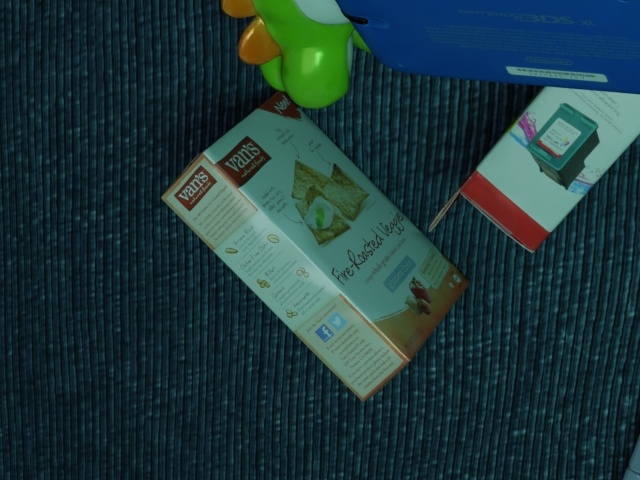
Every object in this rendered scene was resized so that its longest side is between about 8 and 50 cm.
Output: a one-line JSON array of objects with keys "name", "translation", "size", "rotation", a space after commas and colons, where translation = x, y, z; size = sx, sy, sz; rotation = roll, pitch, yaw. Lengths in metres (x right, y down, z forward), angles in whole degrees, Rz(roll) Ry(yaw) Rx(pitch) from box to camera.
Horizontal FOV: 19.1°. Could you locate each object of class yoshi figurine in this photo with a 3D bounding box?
[{"name": "yoshi figurine", "translation": [0.038, -0.277, 1.404], "size": [0.203, 0.203, 0.362], "rotation": [8, 120, -1]}]

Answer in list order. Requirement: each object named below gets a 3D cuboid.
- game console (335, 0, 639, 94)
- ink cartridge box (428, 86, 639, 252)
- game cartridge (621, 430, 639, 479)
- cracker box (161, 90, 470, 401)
[{"name": "game console", "translation": [0.153, -0.227, 1.255], "size": [0.293, 0.173, 0.250], "rotation": [8, 161, 25]}, {"name": "ink cartridge box", "translation": [0.190, -0.083, 1.438], "size": [0.078, 0.134, 0.231], "rotation": [41, 123, 3]}, {"name": "game cartridge", "translation": [0.424, 0.210, 1.515], "size": [0.355, 0.068, 0.230], "rotation": [22, 124, 14]}, {"name": "cracker box", "translation": [0.000, 0.000, 1.548], "size": [0.232, 0.156, 0.067], "rotation": [45, 123, -1]}]
